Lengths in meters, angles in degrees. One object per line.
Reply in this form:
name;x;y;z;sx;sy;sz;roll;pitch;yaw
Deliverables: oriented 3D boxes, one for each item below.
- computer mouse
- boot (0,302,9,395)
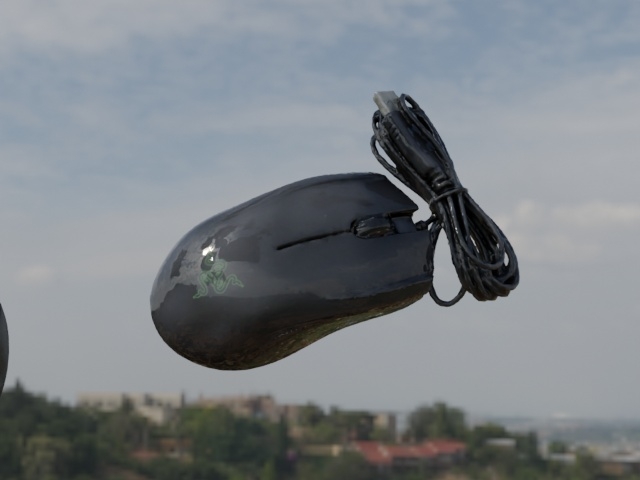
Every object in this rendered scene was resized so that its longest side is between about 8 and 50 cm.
computer mouse;0.000;0.000;1.085;0.272;0.188;0.072;-24;-20;-14
boot;-0.509;0.039;1.104;0.445;0.146;0.367;-6;-30;34
